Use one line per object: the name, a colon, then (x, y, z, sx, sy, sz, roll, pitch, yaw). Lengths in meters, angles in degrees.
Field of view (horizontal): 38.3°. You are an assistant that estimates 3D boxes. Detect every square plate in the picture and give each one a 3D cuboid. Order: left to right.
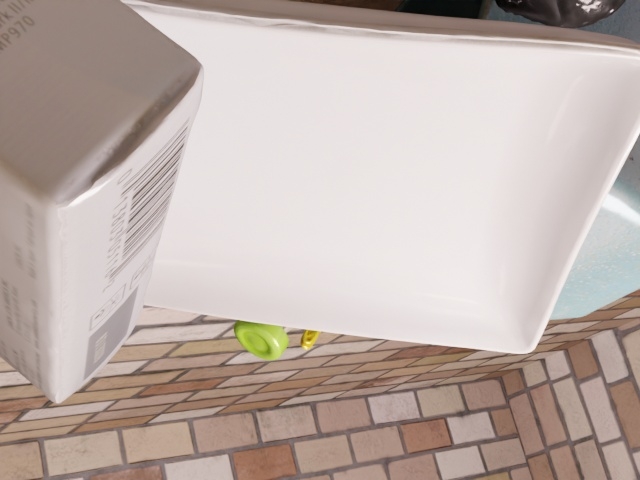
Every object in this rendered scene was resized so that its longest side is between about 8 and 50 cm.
square plate: (-0.009, -0.033, 0.572, 0.344, 0.049, 0.347, 7, 151, 5)

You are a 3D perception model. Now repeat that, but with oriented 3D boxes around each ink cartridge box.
ink cartridge box: (-0.249, -0.097, 0.472, 0.091, 0.385, 0.308, -49, 177, -26)

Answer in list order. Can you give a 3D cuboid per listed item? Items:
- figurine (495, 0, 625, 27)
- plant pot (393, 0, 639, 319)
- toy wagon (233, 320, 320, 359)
figurine: (0.150, -0.255, 0.481, 0.092, 0.215, 0.209, 24, 171, 23)
plant pot: (0.163, -0.073, 0.725, 0.252, 0.248, 0.247, 30, 145, -14)
toy wagon: (0.000, 0.000, 0.959, 0.267, 0.068, 0.344, -53, 168, -34)
